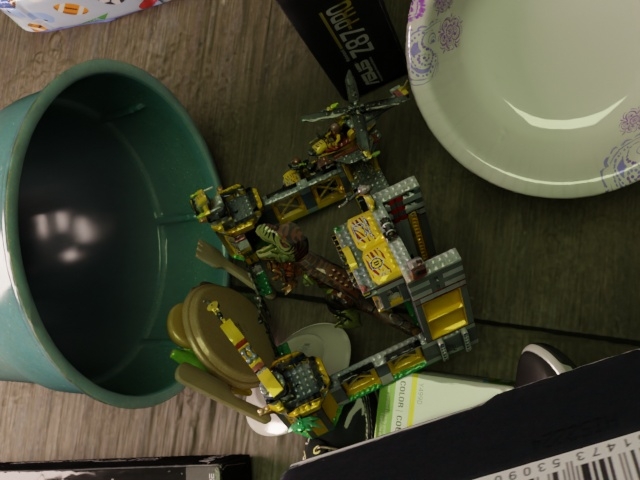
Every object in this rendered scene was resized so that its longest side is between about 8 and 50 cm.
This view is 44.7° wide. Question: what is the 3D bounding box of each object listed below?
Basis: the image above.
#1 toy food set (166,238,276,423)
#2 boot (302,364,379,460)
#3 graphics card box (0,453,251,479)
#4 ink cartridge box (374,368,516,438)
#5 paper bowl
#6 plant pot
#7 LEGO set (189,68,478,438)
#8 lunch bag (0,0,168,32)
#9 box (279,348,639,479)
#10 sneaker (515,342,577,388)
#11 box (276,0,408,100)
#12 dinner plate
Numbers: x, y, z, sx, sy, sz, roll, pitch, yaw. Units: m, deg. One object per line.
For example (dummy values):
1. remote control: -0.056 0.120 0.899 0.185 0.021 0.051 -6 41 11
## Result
1. toy food set: -0.103 0.100 0.816 0.038 0.132 0.192 -38 31 29
2. boot: 0.005 0.242 0.758 0.085 0.178 0.237 3 83 17
3. graphics card box: -0.255 0.363 0.867 0.370 0.094 0.233 -8 79 17
4. ink cartridge box: 0.182 0.231 0.749 0.255 0.097 0.189 4 82 18
5. paper bowl: 0.231 -0.193 0.740 0.284 0.148 0.284 6 112 14
6. plant pot: -0.325 0.011 0.837 0.334 0.341 0.341 -7 79 24
7. LEGO set: 0.000 0.000 0.734 0.254 0.192 0.331 -18 55 5
8. lunch bag: -0.302 -0.407 0.993 0.303 0.115 0.243 -6 78 15
9. box: 0.255 0.343 0.487 0.479 0.297 0.472 -24 108 19
10. sneaker: 0.177 0.206 0.665 0.097 0.084 0.235 0 85 -15
11. box: -0.041 -0.347 0.750 0.097 0.395 0.318 -24 76 11
12. dinner plate: -0.029 0.141 0.822 0.141 0.017 0.141 -30 31 20
